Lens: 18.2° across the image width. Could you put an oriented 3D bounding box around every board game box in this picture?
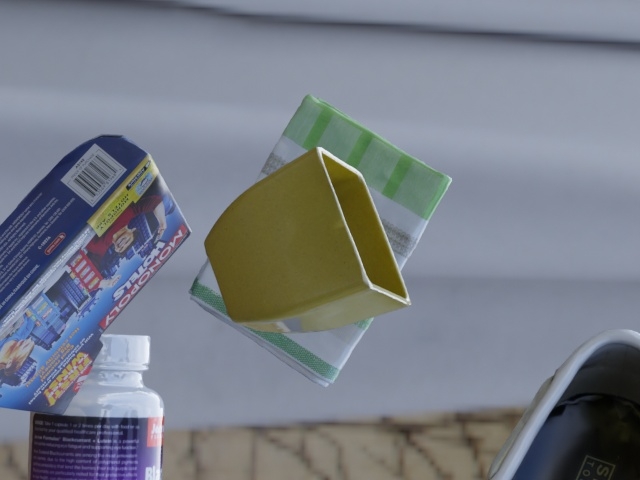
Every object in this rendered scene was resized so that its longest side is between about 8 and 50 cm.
[{"bbox_3d":[-0.173,0.034,1.266,0.194,0.060,0.194,-49,164,-11],"label":"board game box"}]

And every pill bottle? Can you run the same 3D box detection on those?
[{"bbox_3d":[-0.179,0.171,1.595,0.108,0.108,0.194,83,9,-88],"label":"pill bottle"}]

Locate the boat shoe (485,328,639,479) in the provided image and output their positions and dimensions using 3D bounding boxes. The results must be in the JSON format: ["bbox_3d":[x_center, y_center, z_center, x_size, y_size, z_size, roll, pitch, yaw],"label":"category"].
[{"bbox_3d":[0.079,0.151,0.735,0.088,0.096,0.267,84,30,-53],"label":"boat shoe"}]

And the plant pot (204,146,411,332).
[{"bbox_3d":[-0.012,0.010,1.064,0.081,0.083,0.081,69,14,15],"label":"plant pot"}]

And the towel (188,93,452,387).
[{"bbox_3d":[0.000,0.000,1.244,0.152,0.113,0.023,-59,165,4],"label":"towel"}]
